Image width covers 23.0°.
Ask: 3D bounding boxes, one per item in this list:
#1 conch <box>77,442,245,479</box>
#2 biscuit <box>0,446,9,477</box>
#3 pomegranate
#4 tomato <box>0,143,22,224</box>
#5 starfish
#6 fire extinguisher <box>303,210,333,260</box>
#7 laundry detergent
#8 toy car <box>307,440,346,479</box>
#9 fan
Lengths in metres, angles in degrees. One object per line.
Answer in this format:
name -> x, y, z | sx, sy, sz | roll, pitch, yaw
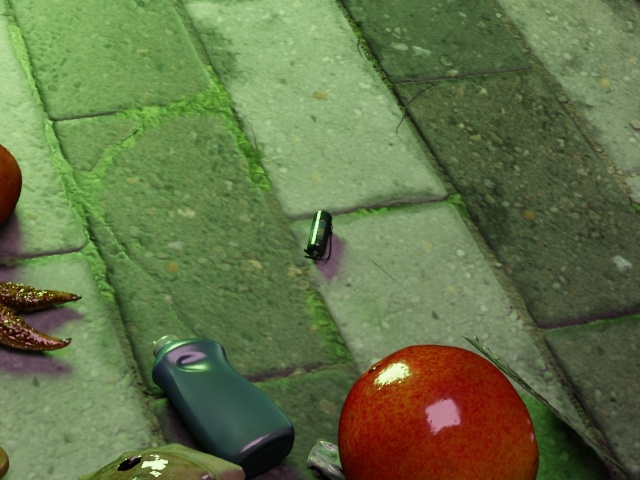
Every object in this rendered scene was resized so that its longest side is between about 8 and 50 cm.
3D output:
conch -> -0.153, 0.292, 1.556 | 0.324, 0.186, 0.263 | 30, 28, 18
biscuit -> -0.394, 0.244, 1.651 | 0.133, 0.027, 0.184 | -2, 46, -16
pomegranate -> 0.130, 0.234, 1.645 | 0.221, 0.221, 0.257 | -24, 92, -32
tomato -> -0.475, -0.079, 1.904 | 0.236, 0.095, 0.237 | 8, 33, -5
starfish -> -0.396, 0.078, 1.820 | 0.227, 0.043, 0.240 | 8, 45, -2
fire extinguisher -> 0.000, 0.000, 2.000 | 0.038, 0.025, 0.083 | 30, 40, -14
laundry detergent -> -0.121, 0.175, 1.761 | 0.096, 0.061, 0.206 | -28, 54, -26
toy car -> 0.030, 0.254, 1.734 | 0.093, 0.025, 0.041 | 24, 44, 13
fan -> 0.193, 0.129, 1.790 | 0.414, 0.233, 0.012 | 40, 90, 28
